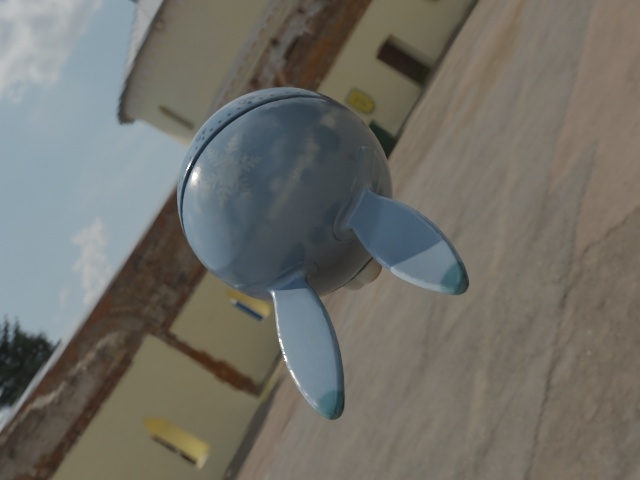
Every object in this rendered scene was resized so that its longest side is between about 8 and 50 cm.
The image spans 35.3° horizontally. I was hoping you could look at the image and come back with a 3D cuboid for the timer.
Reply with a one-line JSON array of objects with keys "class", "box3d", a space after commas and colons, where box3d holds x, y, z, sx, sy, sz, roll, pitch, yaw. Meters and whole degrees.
[{"class": "timer", "box3d": [0.005, -0.001, 0.716, 0.175, 0.255, 0.175, -32, -29, -21]}]
